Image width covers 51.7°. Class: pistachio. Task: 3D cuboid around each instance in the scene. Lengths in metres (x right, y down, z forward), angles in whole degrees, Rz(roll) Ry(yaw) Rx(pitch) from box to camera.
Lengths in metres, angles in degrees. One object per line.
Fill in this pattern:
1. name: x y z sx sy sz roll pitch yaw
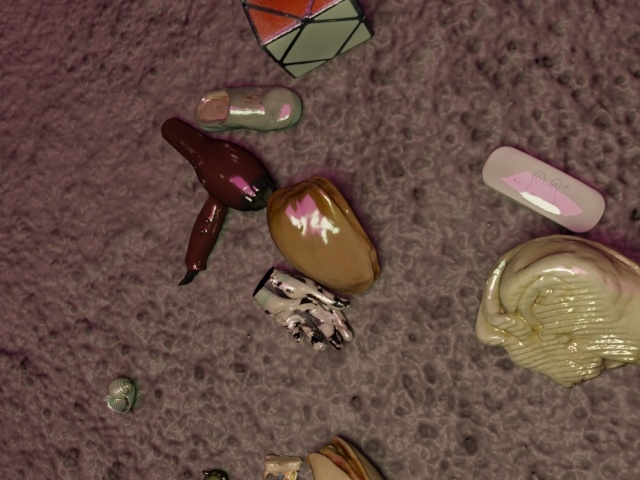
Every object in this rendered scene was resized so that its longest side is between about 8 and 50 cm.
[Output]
1. pistachio: 0.063 0.482 1.257 0.144 0.144 0.215 -37 78 10
2. pistachio: 0.000 0.000 1.317 0.212 0.163 0.260 -24 99 51

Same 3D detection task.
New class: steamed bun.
1. steamed bun: 0.434 0.092 1.144 0.280 0.207 0.268 29 133 -1

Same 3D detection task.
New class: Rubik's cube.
1. Rubik's cube: -0.037 -0.487 1.340 0.207 0.205 0.205 -27 78 14

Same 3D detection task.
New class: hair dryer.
1. hair dryer: -0.272 -0.069 1.440 0.312 0.123 0.340 32 105 27

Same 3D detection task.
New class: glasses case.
1. glasses case: 0.418 -0.097 1.245 0.233 0.059 0.092 33 93 15

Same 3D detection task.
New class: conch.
1. conch: -0.439 0.339 1.459 0.085 0.056 0.076 -33 94 41

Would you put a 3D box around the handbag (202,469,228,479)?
1. handbag: -0.219 0.536 1.379 0.072 0.047 0.111 0 83 17

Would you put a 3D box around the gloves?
1. gloves: -0.026 0.140 1.336 0.212 0.111 0.128 34 90 -12

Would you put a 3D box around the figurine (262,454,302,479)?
1. figurine: -0.078 0.469 1.350 0.083 0.047 0.051 1 100 9

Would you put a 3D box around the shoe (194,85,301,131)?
1. shoe: -0.168 -0.286 1.414 0.251 0.100 0.103 -2 84 19
